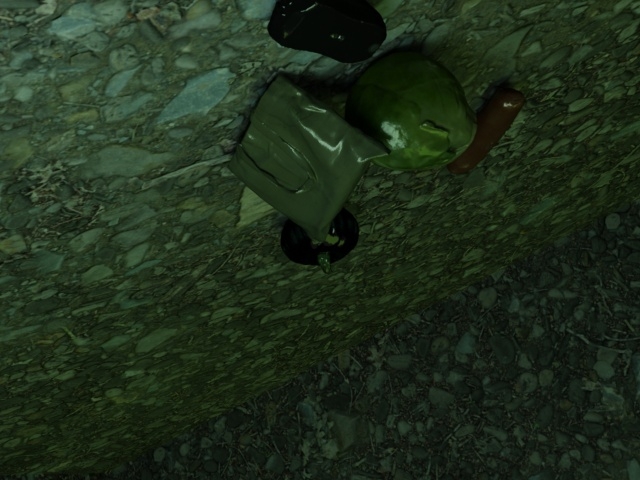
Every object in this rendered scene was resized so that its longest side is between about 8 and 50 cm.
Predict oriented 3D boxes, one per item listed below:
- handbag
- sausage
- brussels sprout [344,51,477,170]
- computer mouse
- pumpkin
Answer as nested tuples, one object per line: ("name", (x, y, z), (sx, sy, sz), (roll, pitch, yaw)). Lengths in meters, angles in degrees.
("handbag", (-0.035, -0.151, 1.777), (0.109, 0.253, 0.316), (-54, 180, -37))
("sausage", (0.382, -0.254, 2.183), (0.087, 0.079, 0.326), (-26, 164, -27))
("brussels sprout", (0.168, -0.237, 1.780), (0.244, 0.244, 0.244), (-21, 159, -8))
("computer mouse", (0.014, -0.357, 1.531), (0.217, 0.073, 0.122), (7, 142, -43))
("pumpkin", (-0.003, -0.012, 2.273), (0.194, 0.150, 0.194), (-6, 127, -8))
